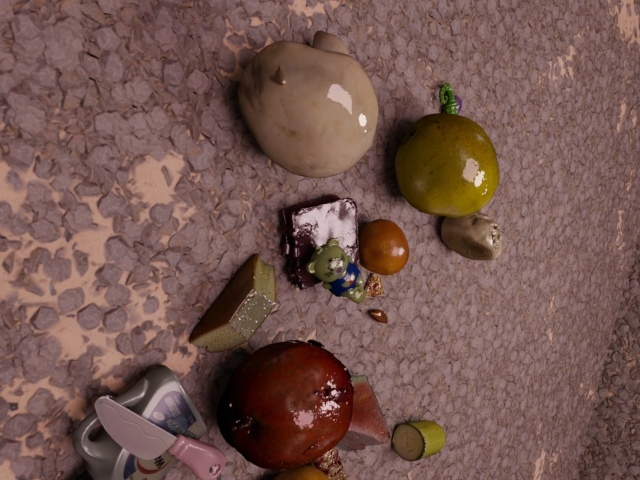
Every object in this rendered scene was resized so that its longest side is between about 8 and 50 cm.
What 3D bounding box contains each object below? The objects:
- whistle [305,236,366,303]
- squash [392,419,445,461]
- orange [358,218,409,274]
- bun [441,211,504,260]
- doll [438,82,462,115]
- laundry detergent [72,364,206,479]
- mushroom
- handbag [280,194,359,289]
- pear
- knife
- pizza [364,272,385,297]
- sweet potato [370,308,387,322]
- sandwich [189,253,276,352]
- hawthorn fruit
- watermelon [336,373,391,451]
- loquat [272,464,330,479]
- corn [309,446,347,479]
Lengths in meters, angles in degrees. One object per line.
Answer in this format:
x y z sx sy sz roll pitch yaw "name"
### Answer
0.048 0.086 1.314 0.105 0.085 0.227 -47 127 -10 "whistle"
0.335 0.635 1.740 0.187 0.123 0.122 5 95 -44 "squash"
0.162 0.022 1.448 0.136 0.159 0.158 -20 113 -10 "orange"
0.483 -0.024 1.681 0.127 0.193 0.178 -55 131 -17 "bun"
0.393 -0.381 1.632 0.115 0.050 0.190 -32 116 -39 "doll"
-0.387 0.406 1.089 0.281 0.105 0.214 -35 122 -29 "laundry detergent"
-0.004 -0.321 1.184 0.314 0.315 0.336 49 46 -35 "mushroom"
-0.002 -0.001 1.357 0.216 0.074 0.203 -19 111 -34 "handbag"
0.342 -0.207 1.482 0.294 0.294 0.294 -9 104 -39 "pear"
-0.319 0.396 1.061 0.336 0.043 0.081 44 78 -34 "knife"
0.153 0.141 1.545 0.078 0.025 0.083 -47 125 -26 "pizza"
0.174 0.221 1.575 0.095 0.034 0.034 37 74 -49 "sweet potato"
-0.179 0.152 1.226 0.258 0.096 0.094 -55 133 -15 "sandwich"
-0.082 0.372 1.230 0.316 0.316 0.315 -9 104 -39 "hawthorn fruit"
0.106 0.485 1.500 0.207 0.202 0.136 -55 167 -15 "watermelon"
-0.048 0.677 1.363 0.208 0.208 0.207 -9 104 -39 "loquat"
0.027 0.650 1.500 0.086 0.086 0.253 -33 118 -31 "corn"
